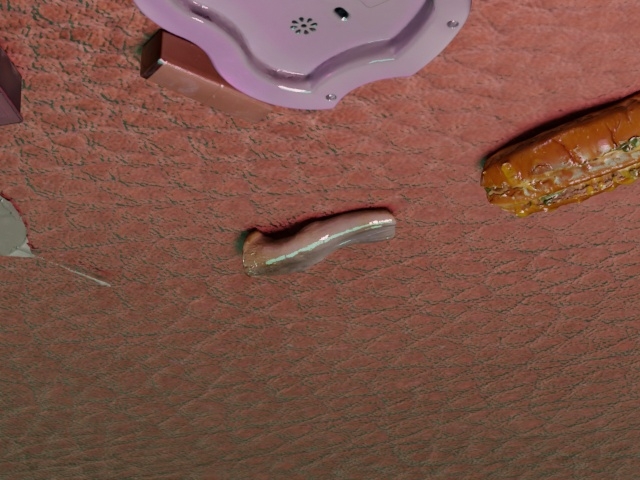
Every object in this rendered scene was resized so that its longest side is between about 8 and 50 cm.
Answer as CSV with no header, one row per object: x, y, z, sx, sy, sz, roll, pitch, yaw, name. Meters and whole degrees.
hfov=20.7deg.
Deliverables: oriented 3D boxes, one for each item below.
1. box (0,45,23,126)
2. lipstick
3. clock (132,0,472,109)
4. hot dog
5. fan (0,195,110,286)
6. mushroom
-0.355,-0.167,1.855,0.060,0.063,0.084,-6,149,14,box
-0.119,-0.173,1.861,0.145,0.045,0.045,21,141,-29,lipstick
-0.026,-0.259,1.668,0.339,0.102,0.338,1,149,0,clock
0.301,-0.096,1.966,0.269,0.072,0.115,-22,134,33,hot dog
-0.392,0.001,2.176,0.310,0.010,0.182,26,141,-31,fan
-0.001,-0.002,2.144,0.202,0.054,0.059,-16,151,16,mushroom
